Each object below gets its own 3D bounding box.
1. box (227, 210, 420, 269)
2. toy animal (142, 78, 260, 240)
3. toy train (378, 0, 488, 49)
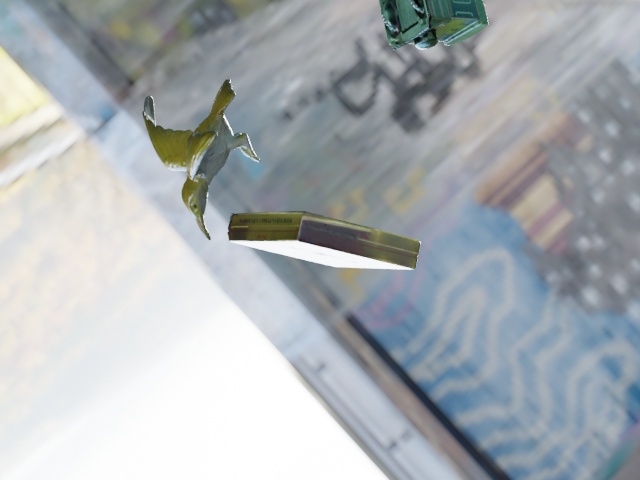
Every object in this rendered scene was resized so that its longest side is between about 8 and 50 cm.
[{"bbox_3d":[0.000,0.000,1.246,0.133,0.090,0.023,1,-100,65],"label":"box"},{"bbox_3d":[-0.110,-0.084,1.902,0.095,0.155,0.219,-23,-166,-15],"label":"toy animal"},{"bbox_3d":[0.056,-0.148,0.974,0.056,0.093,0.038,-3,164,-38],"label":"toy train"}]
